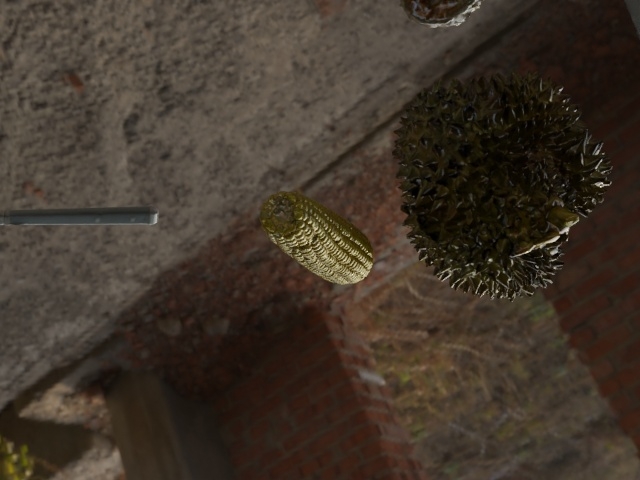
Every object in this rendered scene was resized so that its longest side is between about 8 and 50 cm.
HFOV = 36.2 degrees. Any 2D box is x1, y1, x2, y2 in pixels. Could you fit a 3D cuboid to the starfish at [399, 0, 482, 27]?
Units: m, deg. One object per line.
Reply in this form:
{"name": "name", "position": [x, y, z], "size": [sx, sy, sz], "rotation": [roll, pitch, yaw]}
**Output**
{"name": "starfish", "position": [0.135, -0.314, 0.692], "size": [0.113, 0.312, 0.303], "rotation": [9, 132, -1]}

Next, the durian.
{"name": "durian", "position": [0.198, -0.059, 1.134], "size": [0.258, 0.293, 0.258], "rotation": [-5, 146, -4]}

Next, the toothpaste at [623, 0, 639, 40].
{"name": "toothpaste", "position": [0.433, -0.286, 0.929], "size": [0.314, 0.058, 0.056], "rotation": [-29, 155, 0]}

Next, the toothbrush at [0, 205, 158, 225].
{"name": "toothbrush", "position": [-0.382, -0.031, 1.266], "size": [0.342, 0.030, 0.025], "rotation": [0, 118, -14]}

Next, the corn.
{"name": "corn", "position": [0.000, 0.000, 1.010], "size": [0.067, 0.067, 0.206], "rotation": [-31, 155, 13]}
